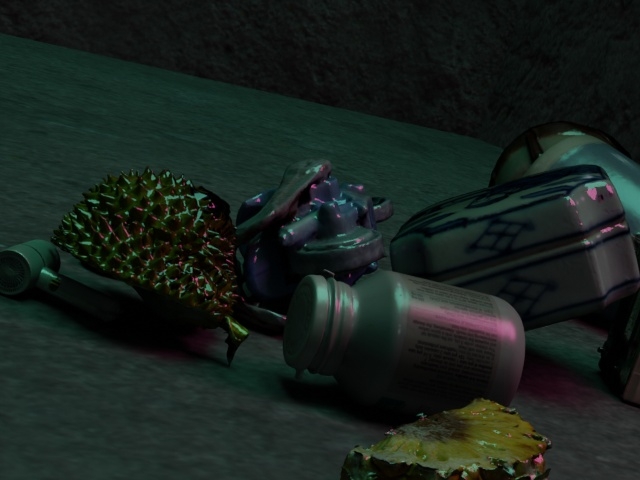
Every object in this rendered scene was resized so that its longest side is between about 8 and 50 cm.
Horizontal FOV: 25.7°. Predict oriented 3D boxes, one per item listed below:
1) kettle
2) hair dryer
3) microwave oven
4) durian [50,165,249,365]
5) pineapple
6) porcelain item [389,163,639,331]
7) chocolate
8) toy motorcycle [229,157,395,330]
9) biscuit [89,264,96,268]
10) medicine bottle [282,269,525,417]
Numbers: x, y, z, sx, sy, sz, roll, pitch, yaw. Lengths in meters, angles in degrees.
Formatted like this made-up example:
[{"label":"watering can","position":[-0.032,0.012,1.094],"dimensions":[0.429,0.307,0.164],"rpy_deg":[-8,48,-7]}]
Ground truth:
[{"label":"kettle","position":[0.493,0.037,2.171],"dimensions":[0.342,0.247,0.319],"rpy_deg":[38,-3,38]},{"label":"hair dryer","position":[-0.255,0.045,1.397],"dimensions":[0.137,0.047,0.082],"rpy_deg":[24,11,9]},{"label":"microwave oven","position":[0.438,0.099,1.746],"dimensions":[0.129,0.205,0.163],"rpy_deg":[16,10,-6]},{"label":"durian","position":[-0.144,0.008,1.406],"dimensions":[0.237,0.138,0.193],"rpy_deg":[34,-6,20]},{"label":"pineapple","position":[0.127,0.196,1.143],"dimensions":[0.135,0.079,0.233],"rpy_deg":[14,13,33]},{"label":"porcelain item","position":[0.234,0.012,1.701],"dimensions":[0.281,0.157,0.286],"rpy_deg":[-17,5,12]},{"label":"chocolate","position":[0.423,-0.052,2.433],"dimensions":[0.283,0.283,0.186],"rpy_deg":[16,27,-6]},{"label":"toy motorcycle","position":[-0.039,-0.015,1.646],"dimensions":[0.241,0.182,0.319],"rpy_deg":[17,12,2]},{"label":"biscuit","position":[-0.227,0.021,1.617],"dimensions":[0.071,0.018,0.147],"rpy_deg":[21,10,9]},{"label":"medicine bottle","position":[0.078,0.101,1.370],"dimensions":[0.215,0.135,0.135],"rpy_deg":[13,11,-17]}]
